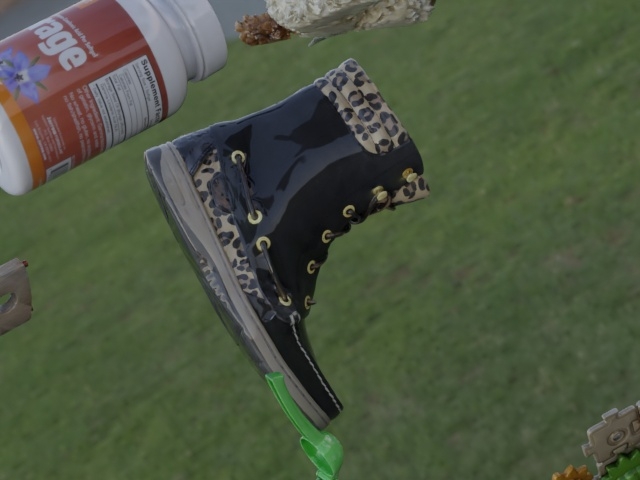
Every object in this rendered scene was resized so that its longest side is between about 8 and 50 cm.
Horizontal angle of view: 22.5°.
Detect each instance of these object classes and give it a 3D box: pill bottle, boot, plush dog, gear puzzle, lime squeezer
[{"bbox_3d":[-0.191,-0.137,1.341,0.216,0.121,0.121,-31,14,-21],"label":"pill bottle"},{"bbox_3d":[0.000,0.000,1.851,0.284,0.377,0.138,-31,1,-11],"label":"boot"},{"bbox_3d":[-0.006,-0.337,1.718,0.211,0.225,0.262,-10,-3,25],"label":"plush dog"},{"bbox_3d":[0.459,0.291,2.277,0.339,0.175,0.044,-28,44,-5],"label":"gear puzzle"},{"bbox_3d":[-0.023,0.280,1.788,0.059,0.310,0.110,22,27,31],"label":"lime squeezer"}]

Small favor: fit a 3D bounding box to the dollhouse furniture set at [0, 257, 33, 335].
[{"bbox_3d":[-0.327,0.077,1.362,0.129,0.183,0.129,-29,51,-29],"label":"dollhouse furniture set"}]
